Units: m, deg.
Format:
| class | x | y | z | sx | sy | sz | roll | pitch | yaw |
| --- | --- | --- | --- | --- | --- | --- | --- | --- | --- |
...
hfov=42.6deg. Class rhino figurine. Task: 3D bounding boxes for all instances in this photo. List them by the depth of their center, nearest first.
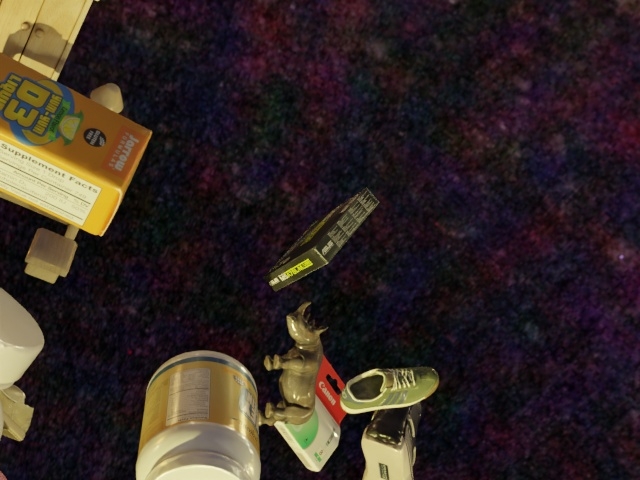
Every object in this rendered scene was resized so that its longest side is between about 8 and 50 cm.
| class | x | y | z | sx | sy | sz | roll | pitch | yaw |
| --- | --- | --- | --- | --- | --- | --- | --- | --- | --- |
| rhino figurine | -0.045 | 0.230 | 1.516 | 0.106 | 0.243 | 0.073 | 9 | 4 | -27 |

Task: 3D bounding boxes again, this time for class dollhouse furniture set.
| class | x | y | z | sx | sy | sz | roll | pitch | yaw |
| --- | --- | --- | --- | --- | --- | --- | --- | --- | --- |
| dollhouse furniture set | -0.366 | -0.177 | 0.907 | 0.303 | 0.174 | 0.356 | 23 | 39 | -21 |

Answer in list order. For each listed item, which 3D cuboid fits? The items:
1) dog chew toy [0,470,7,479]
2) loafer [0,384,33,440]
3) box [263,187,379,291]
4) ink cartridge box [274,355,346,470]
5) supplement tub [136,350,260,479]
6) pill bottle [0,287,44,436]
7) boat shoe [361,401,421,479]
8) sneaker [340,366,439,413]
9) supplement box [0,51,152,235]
| class | x | y | z | sx | sy | sz | roll | pitch | yaw |
| --- | --- | --- | --- | --- | --- | --- | --- | --- | --- |
| dog chew toy | -0.475 | 0.449 | 1.076 | 0.206 | 0.206 | 0.332 | 1 | 80 | -28 |
| loafer | -0.739 | 0.361 | 1.877 | 0.101 | 0.269 | 0.092 | 12 | 54 | 15 |
| box | 0.000 | 0.000 | 1.529 | 0.045 | 0.184 | 0.191 | 47 | 53 | -7 |
| ink cartridge box | 0.000 | 0.419 | 2.011 | 0.225 | 0.056 | 0.181 | -48 | 118 | -30 |
| supplement tub | -0.146 | 0.245 | 0.996 | 0.144 | 0.144 | 0.200 | 17 | 27 | -15 |
| pill bottle | -0.387 | 0.173 | 0.666 | 0.188 | 0.188 | 0.334 | 39 | 89 | 7 |
| boat shoe | 0.168 | 0.465 | 1.801 | 0.127 | 0.341 | 0.158 | 17 | 48 | 18 |
| sneaker | 0.128 | 0.267 | 1.510 | 0.192 | 0.086 | 0.064 | -14 | 59 | -4 |
| supplement box | -0.255 | -0.095 | 0.634 | 0.233 | 0.080 | 0.078 | 28 | 49 | -17 |
